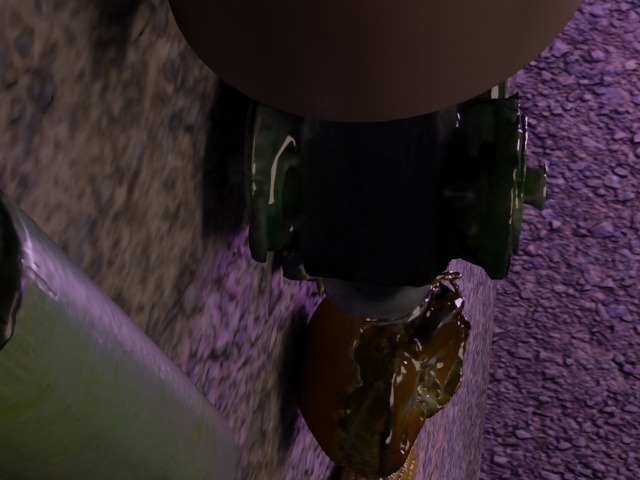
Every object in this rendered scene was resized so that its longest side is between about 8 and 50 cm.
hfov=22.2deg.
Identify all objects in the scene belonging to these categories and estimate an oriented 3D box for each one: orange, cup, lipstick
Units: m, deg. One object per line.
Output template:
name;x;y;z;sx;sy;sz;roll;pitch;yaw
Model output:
orange;0.040;0.086;1.173;0.170;0.112;0.160;0;109;-56
cup;0.019;-0.206;0.642;0.200;0.191;0.253;73;30;-58
lipstick;-0.089;0.051;0.547;0.304;0.076;0.076;62;36;-72

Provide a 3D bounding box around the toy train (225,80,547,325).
toy train;0.043;-0.125;0.907;0.249;0.173;0.307;-79;170;-59

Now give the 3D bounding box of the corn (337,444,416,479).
corn;0.043;0.218;1.402;0.165;0.063;0.085;-61;170;-60

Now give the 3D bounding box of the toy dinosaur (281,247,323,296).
toy dinosaur;0.000;0.000;1.068;0.083;0.047;0.030;-69;161;-49
